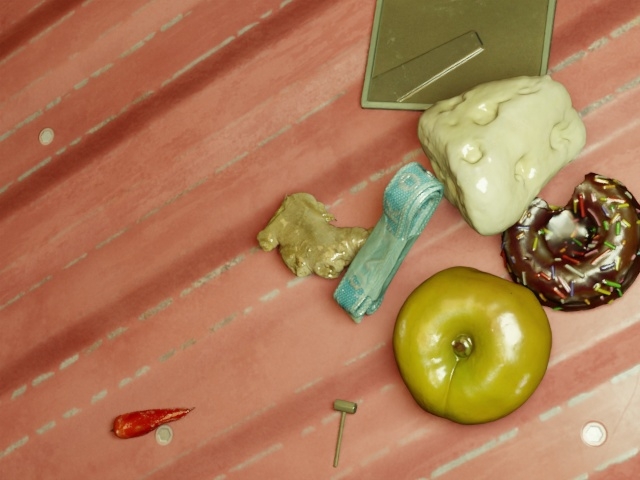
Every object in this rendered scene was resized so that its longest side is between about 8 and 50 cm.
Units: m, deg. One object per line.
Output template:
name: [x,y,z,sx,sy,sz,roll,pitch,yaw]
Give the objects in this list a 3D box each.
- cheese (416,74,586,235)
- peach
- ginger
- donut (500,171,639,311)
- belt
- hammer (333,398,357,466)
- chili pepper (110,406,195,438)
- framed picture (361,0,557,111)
cheese: [0.243,-0.128,1.491,0.248,0.173,0.251,5,52,47]
peach: [0.232,0.165,1.491,0.251,0.153,0.251,2,93,28]
ginger: [-0.003,0.004,1.654,0.213,0.074,0.137,27,88,18]
donut: [0.388,0.001,1.491,0.230,0.096,0.216,2,79,21]
belt: [0.102,0.009,1.541,0.072,0.087,0.302,41,125,23]
hammer: [0.034,0.322,1.596,0.035,0.019,0.110,8,83,22]
chili pepper: [-0.306,0.324,1.718,0.178,0.027,0.045,-14,73,15]
framed picture: [0.238,-0.334,1.664,0.324,0.020,0.240,4,80,22]
